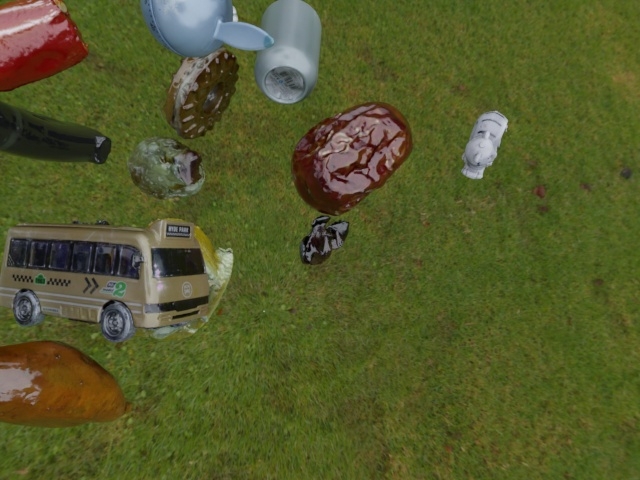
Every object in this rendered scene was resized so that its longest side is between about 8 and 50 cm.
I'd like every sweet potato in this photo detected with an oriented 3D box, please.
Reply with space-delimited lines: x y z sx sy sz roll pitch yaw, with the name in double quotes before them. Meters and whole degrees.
"sweet potato" -0.368 0.188 0.552 0.112 0.359 0.112 -10 57 15

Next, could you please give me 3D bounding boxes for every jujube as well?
"jujube" 0.086 -0.236 1.186 0.377 0.276 0.276 -33 86 -25

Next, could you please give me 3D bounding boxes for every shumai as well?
"shumai" -0.529 -0.255 1.407 0.272 0.203 0.222 0 89 -5

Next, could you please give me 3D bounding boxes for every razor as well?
"razor" -0.667 -0.244 0.946 0.205 0.349 0.113 17 95 16

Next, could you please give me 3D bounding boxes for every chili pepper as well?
"chili pepper" -0.565 -0.297 0.674 0.339 0.131 0.134 -24 61 -13

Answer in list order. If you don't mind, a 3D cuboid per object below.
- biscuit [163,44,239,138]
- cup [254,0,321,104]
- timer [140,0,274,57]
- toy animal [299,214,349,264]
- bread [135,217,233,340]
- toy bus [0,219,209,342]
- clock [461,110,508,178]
"biscuit" -0.383 -0.483 1.364 0.103 0.332 0.332 31 78 0
"cup" -0.105 -0.599 1.345 0.206 0.205 0.312 7 57 -6
"timer" -0.188 -0.409 0.745 0.256 0.175 0.175 5 80 4
"toy animal" -0.002 0.005 1.358 0.219 0.179 0.116 -32 81 -35
"bread" -0.278 0.092 0.798 0.186 0.124 0.257 16 123 -17
"toy bus" -0.309 0.046 0.606 0.290 0.139 0.157 3 90 22
"clock" 0.415 -0.254 1.053 0.080 0.117 0.176 22 81 15
